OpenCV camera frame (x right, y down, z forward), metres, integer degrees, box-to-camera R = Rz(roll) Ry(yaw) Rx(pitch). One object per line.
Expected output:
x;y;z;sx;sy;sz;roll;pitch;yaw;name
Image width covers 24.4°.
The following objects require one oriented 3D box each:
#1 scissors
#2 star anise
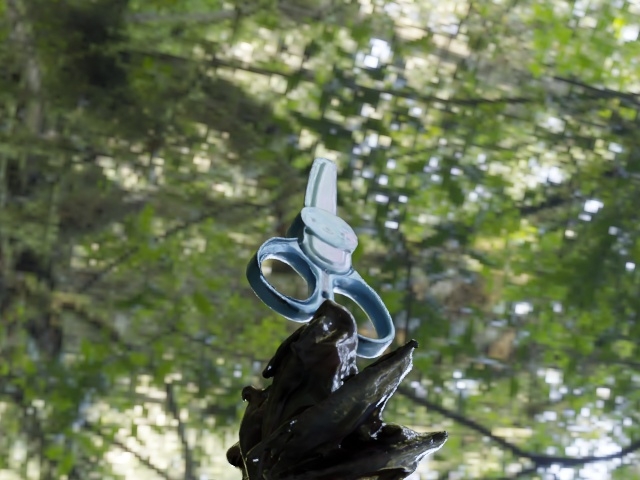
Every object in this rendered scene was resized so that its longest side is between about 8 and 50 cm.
0.000;0.000;1.197;0.030;0.125;0.256;-54;-163;25;scissors
-0.018;0.173;0.913;0.212;0.129;0.283;-10;-133;45;star anise
